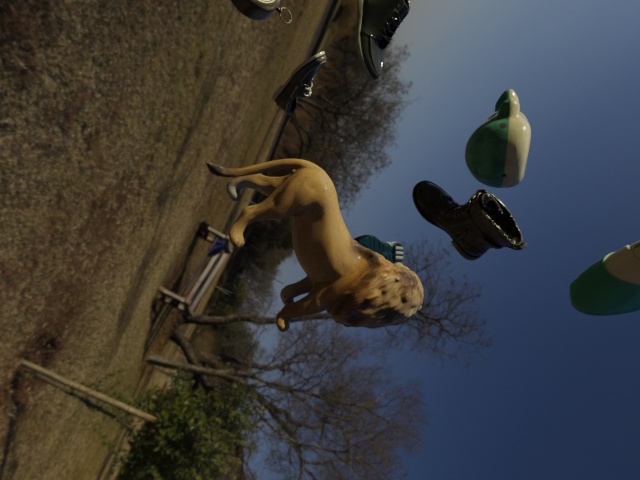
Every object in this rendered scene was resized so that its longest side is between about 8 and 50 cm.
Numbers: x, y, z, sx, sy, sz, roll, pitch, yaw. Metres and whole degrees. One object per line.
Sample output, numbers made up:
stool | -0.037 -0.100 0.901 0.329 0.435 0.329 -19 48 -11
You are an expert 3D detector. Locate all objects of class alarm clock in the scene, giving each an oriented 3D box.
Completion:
alarm clock | -0.141 -0.594 1.019 0.064 0.192 0.130 -7 -117 48

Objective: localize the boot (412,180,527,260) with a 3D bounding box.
boot | 0.331 -0.069 0.962 0.091 0.263 0.229 -40 170 -8

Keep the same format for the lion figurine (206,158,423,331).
lion figurine | 0.000 0.000 0.705 0.240 0.392 0.142 -24 -161 14

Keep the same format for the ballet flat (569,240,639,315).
ballet flat | 0.439 0.025 0.534 0.083 0.247 0.087 -99 174 -50

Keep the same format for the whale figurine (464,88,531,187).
whale figurine | 0.436 -0.256 1.053 0.216 0.141 0.272 68 31 -51

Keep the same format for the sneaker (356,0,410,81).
sneaker | 0.153 -0.503 1.016 0.083 0.118 0.222 3 84 -62

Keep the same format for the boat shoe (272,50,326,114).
boat shoe | -0.040 -0.367 1.001 0.075 0.065 0.206 -41 -170 -36

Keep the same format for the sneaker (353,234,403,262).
sneaker | 0.142 0.035 1.217 0.098 0.223 0.083 -4 -102 43
